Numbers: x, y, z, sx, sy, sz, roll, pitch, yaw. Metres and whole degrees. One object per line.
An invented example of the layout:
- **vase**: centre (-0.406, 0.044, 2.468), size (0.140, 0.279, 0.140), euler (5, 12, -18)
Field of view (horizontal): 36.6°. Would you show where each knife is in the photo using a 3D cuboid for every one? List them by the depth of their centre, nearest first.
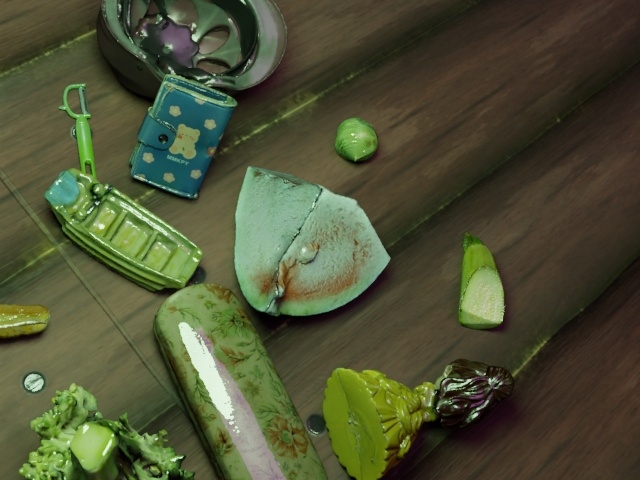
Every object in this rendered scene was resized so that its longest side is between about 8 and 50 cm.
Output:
- **knife**: centre (-0.433, -0.190, 1.727), size (0.054, 0.015, 0.212), euler (-4, 67, -23)

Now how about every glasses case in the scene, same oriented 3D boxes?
- **glasses case**: centre (-0.132, 0.265, 1.568), size (0.156, 0.098, 0.425), euler (-19, 73, -31)

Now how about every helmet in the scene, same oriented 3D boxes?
- **helmet**: centre (-0.253, -0.368, 1.782), size (0.338, 0.197, 0.271), euler (4, 72, -28)

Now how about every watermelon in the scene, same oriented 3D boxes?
- **watermelon**: centre (0.000, 0.000, 1.687), size (0.290, 0.213, 0.319), euler (17, 48, -15)

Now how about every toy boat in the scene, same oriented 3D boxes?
- **toy boat**: centre (-0.337, -0.011, 1.639), size (0.276, 0.084, 0.111), euler (33, 55, -7)

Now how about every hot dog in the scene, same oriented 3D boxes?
- **hot dog**: centre (-0.534, 0.131, 1.507), size (0.216, 0.047, 0.066), euler (0, 28, -23)

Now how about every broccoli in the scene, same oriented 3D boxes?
- **broccoli**: centre (-0.305, 0.320, 1.385), size (0.247, 0.243, 0.263), euler (-3, 60, -8)

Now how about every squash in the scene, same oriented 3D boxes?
- **squash**: centre (0.304, 0.064, 1.856), size (0.090, 0.075, 0.200), euler (-3, 62, 5)

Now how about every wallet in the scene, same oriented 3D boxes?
- **wallet**: centre (-0.246, -0.179, 1.690), size (0.141, 0.202, 0.059), euler (21, 31, -11)

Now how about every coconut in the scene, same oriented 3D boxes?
- **coconut**: centre (0.072, -0.194, 1.890), size (0.088, 0.088, 0.096), euler (12, 56, -16)

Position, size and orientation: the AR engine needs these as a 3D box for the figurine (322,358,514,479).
- **figurine**: centre (0.179, 0.284, 1.672), size (0.315, 0.168, 0.187), euler (-9, 57, -35)
